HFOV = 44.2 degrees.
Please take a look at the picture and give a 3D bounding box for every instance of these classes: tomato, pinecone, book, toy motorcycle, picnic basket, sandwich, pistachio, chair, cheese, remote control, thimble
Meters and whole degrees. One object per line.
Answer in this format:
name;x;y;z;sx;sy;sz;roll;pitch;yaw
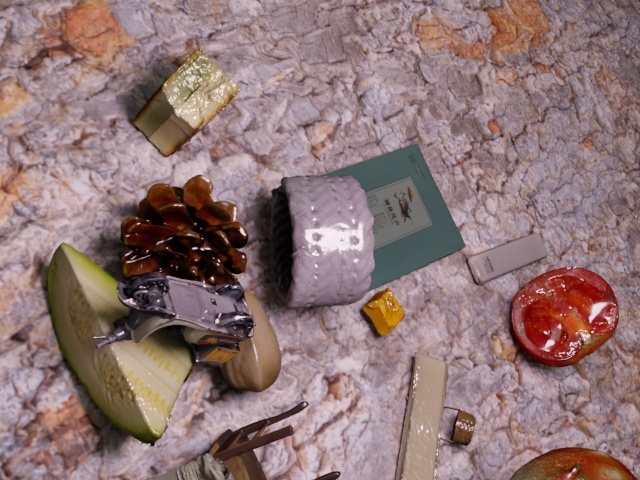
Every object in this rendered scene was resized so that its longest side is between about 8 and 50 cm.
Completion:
tomato;0.490;0.560;1.535;0.303;0.239;0.304;7;68;-17
pinecone;-0.226;0.013;1.308;0.229;0.202;0.201;57;22;-3
tomato;0.541;0.178;1.753;0.233;0.140;0.200;-30;58;2
book;0.127;-0.046;1.656;0.379;0.031;0.264;-20;84;-36
toy motorcycle;-0.213;0.118;1.202;0.263;0.157;0.091;20;40;-43
picnic basket;0.265;0.370;1.577;0.083;0.072;0.072;14;61;8
sandwich;-0.214;-0.275;1.430;0.108;0.186;0.220;46;54;-12
pistachio;-0.128;0.174;1.359;0.108;0.126;0.186;-11;65;-11
chair;-0.148;0.398;1.261;0.160;0.319;0.186;65;10;2
cheese;0.188;0.415;1.516;0.085;0.034;0.401;21;65;-20
remote control;0.434;0.040;1.823;0.260;0.029;0.067;-17;82;-38
thimble;0.000;0.000;1.433;0.157;0.217;0.246;-1;64;-17

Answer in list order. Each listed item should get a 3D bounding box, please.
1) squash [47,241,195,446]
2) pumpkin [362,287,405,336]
squash;-0.349;0.172;1.222;0.288;0.111;0.203;41;33;-17
pumpkin;0.124;0.145;1.570;0.074;0.053;0.083;60;32;-4
